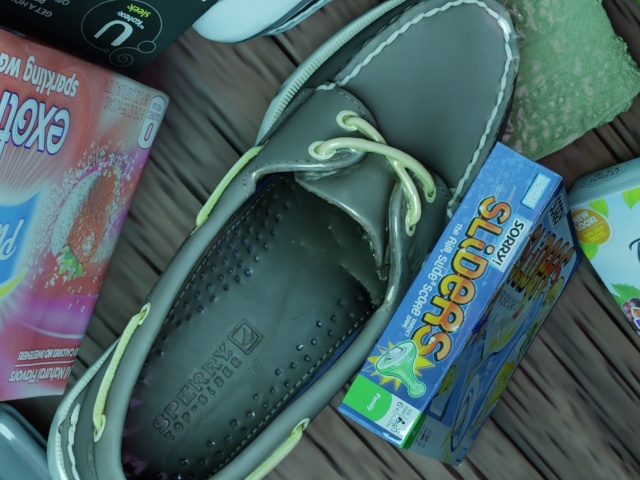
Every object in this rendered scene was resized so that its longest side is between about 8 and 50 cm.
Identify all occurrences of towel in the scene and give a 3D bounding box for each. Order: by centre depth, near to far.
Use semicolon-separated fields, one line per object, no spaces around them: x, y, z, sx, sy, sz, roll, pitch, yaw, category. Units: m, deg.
0.093;-0.088;0.832;0.148;0.027;0.110;-32;106;-11;towel

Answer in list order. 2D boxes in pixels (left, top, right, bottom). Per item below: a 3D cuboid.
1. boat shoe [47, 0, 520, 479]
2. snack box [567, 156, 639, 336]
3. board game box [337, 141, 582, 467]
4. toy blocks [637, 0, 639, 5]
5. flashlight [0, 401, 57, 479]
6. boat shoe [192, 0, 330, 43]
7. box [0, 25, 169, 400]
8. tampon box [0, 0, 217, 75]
0.000;0.000;0.724;0.116;0.096;0.324;42;72;-8;boat shoe
0.210;-0.004;0.828;0.100;0.141;0.037;55;44;-17;snack box
0.075;0.040;0.763;0.035;0.201;0.136;30;88;16;board game box
0.318;-0.181;0.813;0.261;0.190;0.381;-39;120;-19;toy blocks
-0.090;0.214;0.770;0.304;0.103;0.103;50;64;-15;flashlight
0.059;-0.186;0.766;0.306;0.113;0.105;-50;127;-20;boat shoe
-0.189;-0.026;0.588;0.142;0.300;0.154;20;91;14;box
-0.082;-0.169;0.660;0.120;0.101;0.161;22;134;-38;tampon box
